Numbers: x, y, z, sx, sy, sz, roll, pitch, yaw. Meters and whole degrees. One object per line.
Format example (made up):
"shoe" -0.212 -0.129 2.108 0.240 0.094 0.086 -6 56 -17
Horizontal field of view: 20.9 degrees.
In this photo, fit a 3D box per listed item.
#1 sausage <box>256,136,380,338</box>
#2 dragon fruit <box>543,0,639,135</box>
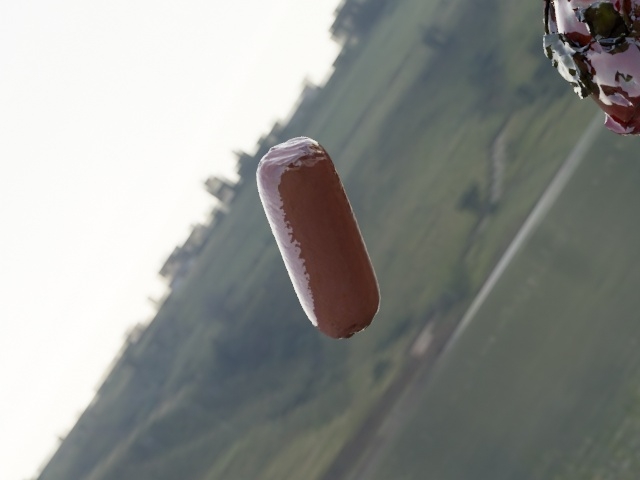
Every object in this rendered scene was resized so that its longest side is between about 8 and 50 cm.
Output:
"sausage" 0.000 0.000 1.282 0.062 0.154 0.062 -18 20 7
"dragon fruit" 0.339 -0.259 1.717 0.250 0.269 0.291 108 152 -72
